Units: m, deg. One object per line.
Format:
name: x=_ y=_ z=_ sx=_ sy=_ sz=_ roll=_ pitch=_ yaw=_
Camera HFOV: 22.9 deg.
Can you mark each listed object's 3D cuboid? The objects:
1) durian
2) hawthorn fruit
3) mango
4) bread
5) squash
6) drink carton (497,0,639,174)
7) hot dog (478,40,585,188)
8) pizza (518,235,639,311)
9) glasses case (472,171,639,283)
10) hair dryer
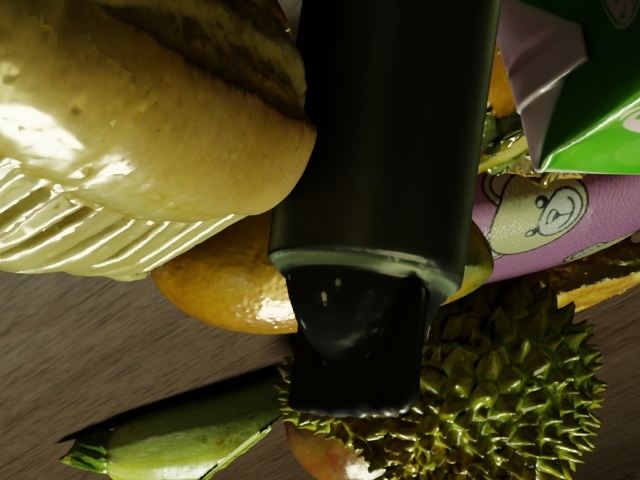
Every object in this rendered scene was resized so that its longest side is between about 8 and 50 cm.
durian: x=0.087 y=0.089 z=1.056 sx=0.200 sy=0.237 sz=0.176 roll=31 pitch=92 yaw=-27
hawthorn fruit: x=0.045 y=0.136 z=1.270 sx=0.149 sy=0.149 sz=0.189 roll=-20 pitch=167 yaw=6
mango: x=-0.004 y=-0.001 z=0.769 sx=0.165 sy=0.089 sz=0.115 roll=-2 pitch=-172 yaw=-27
bread: x=-0.083 y=-0.065 z=0.493 sx=0.106 sy=0.140 sz=0.236 roll=-27 pitch=164 yaw=16
squash: x=-0.119 y=0.175 z=1.333 sx=0.200 sy=0.075 sz=0.090 roll=-15 pitch=-171 yaw=-5
drink carton: x=0.211 y=-0.128 z=0.647 sx=0.161 sy=0.108 sz=0.271 roll=0 pitch=157 yaw=-32
hot dog: x=0.117 y=-0.071 z=0.808 sx=0.269 sy=0.072 sz=0.109 roll=-7 pitch=157 yaw=-38
pizza: x=0.185 y=0.032 z=1.248 sx=0.175 sy=0.046 sz=0.134 roll=-22 pitch=164 yaw=10
glasses case: x=0.070 y=-0.015 z=0.922 sx=0.316 sy=0.075 sz=0.123 roll=-10 pitch=157 yaw=-23
hair dryer: x=-0.032 y=-0.024 z=0.665 sx=0.078 sy=0.195 sz=0.248 roll=19 pitch=164 yaw=-37
